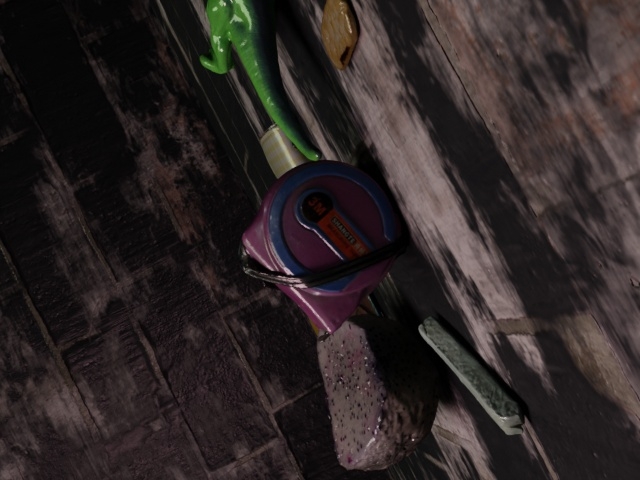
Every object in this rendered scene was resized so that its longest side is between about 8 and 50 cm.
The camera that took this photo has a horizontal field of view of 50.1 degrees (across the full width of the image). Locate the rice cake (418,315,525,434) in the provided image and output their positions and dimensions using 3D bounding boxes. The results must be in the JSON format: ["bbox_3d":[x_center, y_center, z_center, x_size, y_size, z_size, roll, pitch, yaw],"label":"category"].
[{"bbox_3d":[0.222,0.194,1.023,0.045,0.042,0.245,56,178,-36],"label":"rice cake"}]

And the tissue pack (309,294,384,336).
[{"bbox_3d":[0.048,0.172,1.615,0.192,0.133,0.271,62,170,15],"label":"tissue pack"}]

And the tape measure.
[{"bbox_3d":[0.000,0.000,1.078,0.231,0.245,0.149,47,170,-1],"label":"tape measure"}]

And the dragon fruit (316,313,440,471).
[{"bbox_3d":[0.133,0.267,1.289,0.221,0.203,0.283,-50,46,50],"label":"dragon fruit"}]

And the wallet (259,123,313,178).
[{"bbox_3d":[-0.031,-0.108,1.497,0.310,0.077,0.223,63,167,-7],"label":"wallet"}]

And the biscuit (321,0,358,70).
[{"bbox_3d":[0.023,-0.273,0.900,0.147,0.018,0.071,120,125,-80],"label":"biscuit"}]

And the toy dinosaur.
[{"bbox_3d":[-0.097,-0.394,1.025,0.500,0.143,0.375,52,153,38],"label":"toy dinosaur"}]
